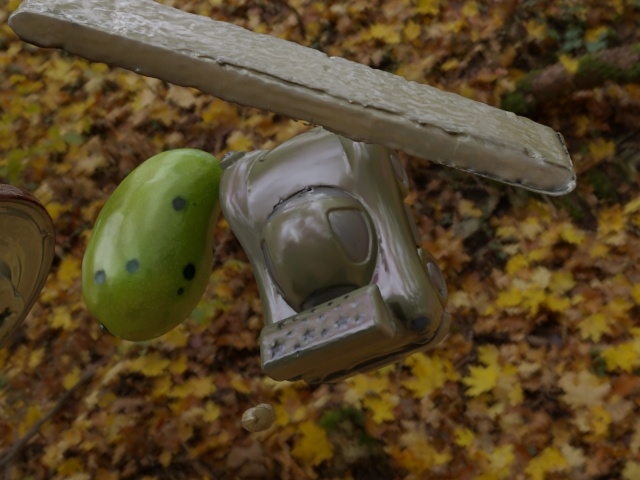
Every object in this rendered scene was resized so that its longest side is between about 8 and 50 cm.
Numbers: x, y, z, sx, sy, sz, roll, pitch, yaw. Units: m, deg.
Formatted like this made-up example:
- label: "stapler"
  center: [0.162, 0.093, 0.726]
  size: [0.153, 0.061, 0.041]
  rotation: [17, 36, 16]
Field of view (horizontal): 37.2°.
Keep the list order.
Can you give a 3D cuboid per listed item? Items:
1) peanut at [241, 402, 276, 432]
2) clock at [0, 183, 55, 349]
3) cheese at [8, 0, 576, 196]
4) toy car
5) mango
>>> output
- label: "peanut"
  center: [-0.077, 0.227, 1.217]
  size: [0.037, 0.037, 0.083]
  rotation: [-38, -16, 4]
- label: "clock"
  center: [-0.374, 0.081, 0.901]
  size: [0.318, 0.080, 0.318]
  rotation: [-47, -16, -18]
- label: "cheese"
  center: [-0.013, -0.112, 0.672]
  size: [0.085, 0.400, 0.034]
  rotation: [-77, 6, -54]
- label: "toy car"
  center: [0.000, 0.000, 1.204]
  size: [0.242, 0.335, 0.226]
  rotation: [-24, -17, 21]
- label: "mango"
  center: [-0.225, 0.000, 1.318]
  size: [0.293, 0.175, 0.143]
  rotation: [-68, 10, -17]
